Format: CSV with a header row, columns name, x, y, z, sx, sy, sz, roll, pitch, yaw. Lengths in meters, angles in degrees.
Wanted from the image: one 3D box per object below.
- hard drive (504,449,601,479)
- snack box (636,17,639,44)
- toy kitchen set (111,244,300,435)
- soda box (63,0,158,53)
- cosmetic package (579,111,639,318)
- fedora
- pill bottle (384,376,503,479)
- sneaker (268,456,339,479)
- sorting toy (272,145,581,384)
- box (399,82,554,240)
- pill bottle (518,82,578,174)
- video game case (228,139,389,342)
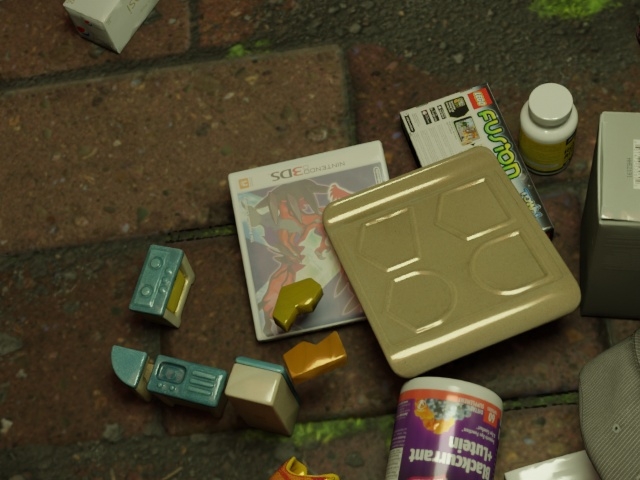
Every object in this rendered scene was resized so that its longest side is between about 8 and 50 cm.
name,x,y,z,sx,sy,sz,roll,pitch,yaw
hard drive,0.327,0.350,1.060,0.210,0.040,0.318,-16,64,1
snack box,0.460,-0.287,1.243,0.175,0.207,0.070,-15,65,1
toy kitchen set,-0.116,0.097,1.198,0.207,0.122,0.166,11,68,13
soda box,-0.241,-0.357,1.453,0.069,0.074,0.216,26,72,19
cosmetic package,0.321,-0.018,1.125,0.107,0.238,0.127,3,63,7
fedora,0.323,0.178,1.023,0.124,0.244,0.275,-31,70,26
pill bottle,0.118,0.243,1.104,0.108,0.108,0.193,7,67,12
sneaker,0.006,0.270,1.105,0.067,0.064,0.175,-50,44,-10
sorting toy,0.091,0.038,1.181,0.307,0.041,0.229,-21,55,-5
box,0.178,-0.076,1.282,0.114,0.036,0.207,-18,64,0
pill bottle,0.257,-0.127,1.249,0.065,0.116,0.065,-3,65,7
video game case,0.000,0.000,1.256,0.184,0.023,0.201,-12,77,5
